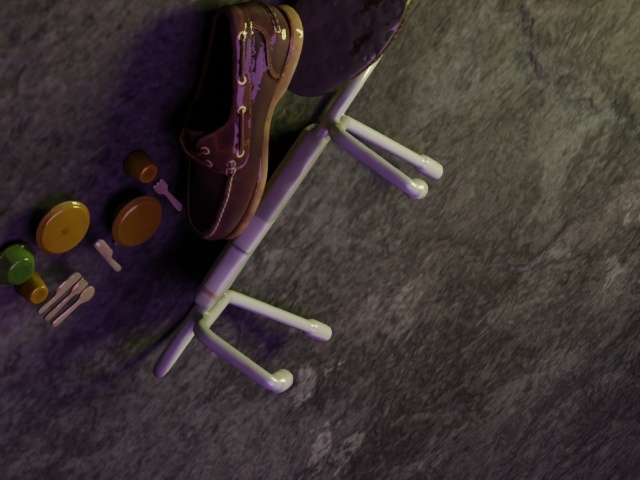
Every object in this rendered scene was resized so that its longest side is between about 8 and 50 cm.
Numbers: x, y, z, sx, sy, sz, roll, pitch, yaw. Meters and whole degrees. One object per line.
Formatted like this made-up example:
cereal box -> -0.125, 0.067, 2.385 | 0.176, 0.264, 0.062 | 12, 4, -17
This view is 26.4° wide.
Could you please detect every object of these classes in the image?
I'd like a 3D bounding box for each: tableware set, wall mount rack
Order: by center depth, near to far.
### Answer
tableware set -> -0.185, -0.008, 1.076 | 0.154, 0.024, 0.104 | -44, 145, -8
wall mount rack -> 0.000, 0.000, 1.232 | 0.350, 0.130, 0.304 | -55, 180, 9

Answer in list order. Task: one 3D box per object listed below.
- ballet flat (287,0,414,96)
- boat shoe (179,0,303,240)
ballet flat -> 0.049, -0.222, 1.112 | 0.250, 0.084, 0.058 | -55, -176, 3
boat shoe -> -0.078, -0.093, 1.079 | 0.073, 0.073, 0.207 | -10, 124, -45
